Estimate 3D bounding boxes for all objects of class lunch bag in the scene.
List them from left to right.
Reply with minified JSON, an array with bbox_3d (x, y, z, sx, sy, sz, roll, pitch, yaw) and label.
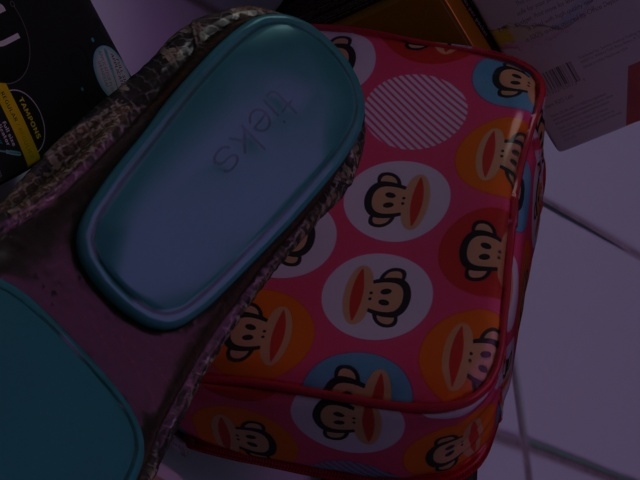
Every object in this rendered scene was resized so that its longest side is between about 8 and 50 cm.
[{"bbox_3d":[0.000,0.000,1.204,0.120,0.258,0.293,86,16,-53],"label":"lunch bag"}]

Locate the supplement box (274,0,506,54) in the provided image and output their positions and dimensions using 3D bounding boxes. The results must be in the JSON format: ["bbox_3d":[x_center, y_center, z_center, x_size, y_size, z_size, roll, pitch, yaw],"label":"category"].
[{"bbox_3d":[0.063,-0.135,1.408,0.129,0.191,0.194,57,32,-18],"label":"supplement box"}]

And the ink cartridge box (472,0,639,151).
[{"bbox_3d":[0.166,-0.172,1.290,0.198,0.115,0.067,59,34,-14],"label":"ink cartridge box"}]

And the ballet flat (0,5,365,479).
[{"bbox_3d":[-0.142,0.056,0.972,0.164,0.182,0.483,47,47,-9],"label":"ballet flat"}]

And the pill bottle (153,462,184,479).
[{"bbox_3d":[-0.131,0.203,0.982,0.112,0.112,0.186,50,35,-27],"label":"pill bottle"}]

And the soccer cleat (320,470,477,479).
[{"bbox_3d":[0.045,0.245,1.255,0.318,0.109,0.116,-77,156,-47],"label":"soccer cleat"}]

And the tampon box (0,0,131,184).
[{"bbox_3d":[-0.197,-0.090,1.070,0.120,0.101,0.161,63,31,-10],"label":"tampon box"}]
